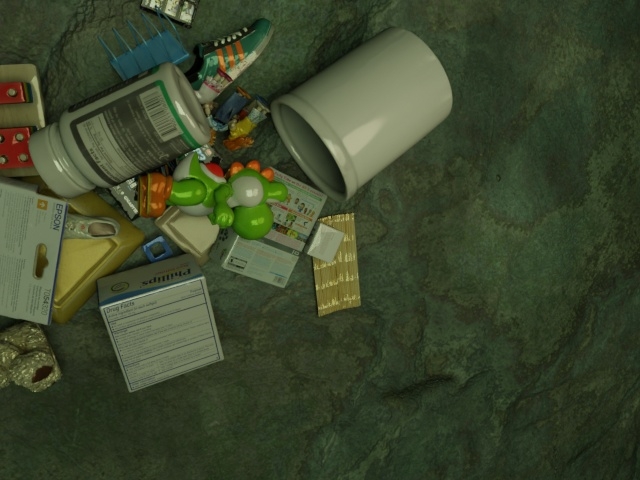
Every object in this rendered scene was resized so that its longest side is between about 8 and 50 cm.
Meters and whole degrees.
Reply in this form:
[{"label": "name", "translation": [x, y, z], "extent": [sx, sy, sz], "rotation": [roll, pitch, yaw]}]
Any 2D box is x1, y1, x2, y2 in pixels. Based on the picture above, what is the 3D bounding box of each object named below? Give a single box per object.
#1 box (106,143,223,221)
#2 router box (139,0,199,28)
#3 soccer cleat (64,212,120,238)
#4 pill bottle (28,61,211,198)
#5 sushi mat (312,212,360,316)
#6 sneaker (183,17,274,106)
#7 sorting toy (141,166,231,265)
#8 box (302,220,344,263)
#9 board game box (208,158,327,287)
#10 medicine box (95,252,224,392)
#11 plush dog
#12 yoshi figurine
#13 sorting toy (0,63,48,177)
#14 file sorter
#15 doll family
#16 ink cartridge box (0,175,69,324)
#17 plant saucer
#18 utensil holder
[{"label": "box", "translation": [-0.455, -0.249, 1.499], "extent": [0.293, 0.073, 0.295], "rotation": [-37, 112, -11]}, {"label": "router box", "translation": [-0.364, -0.648, 1.456], "extent": [0.133, 0.046, 0.178], "rotation": [16, 96, -24]}, {"label": "soccer cleat", "translation": [-0.590, -0.033, 1.407], "extent": [0.197, 0.076, 0.068], "rotation": [-1, 103, -21]}, {"label": "pill bottle", "translation": [-0.455, -0.244, 1.323], "extent": [0.361, 0.204, 0.204], "rotation": [-23, 111, 5]}, {"label": "sushi mat", "translation": [0.047, 0.075, 1.806], "extent": [0.152, 0.019, 0.316], "rotation": [-10, 105, -18]}, {"label": "sneaker", "translation": [-0.252, -0.487, 1.505], "extent": [0.302, 0.108, 0.121], "rotation": [-47, 119, -4]}, {"label": "sorting toy", "translation": [-0.333, -0.054, 1.611], "extent": [0.347, 0.047, 0.196], "rotation": [-45, 118, -6]}, {"label": "box", "translation": [0.000, 0.000, 1.704], "extent": [0.087, 0.102, 0.101], "rotation": [23, 93, -22]}, {"label": "board game box", "translation": [-0.144, -0.043, 1.635], "extent": [0.224, 0.098, 0.303], "rotation": [24, 94, -40]}, {"label": "medicine box", "translation": [-0.426, 0.217, 1.551], "extent": [0.264, 0.149, 0.289], "rotation": [-17, 120, -18]}, {"label": "plush dog", "translation": [-0.790, 0.293, 1.429], "extent": [0.226, 0.262, 0.210], "rotation": [-22, 81, -23]}, {"label": "yoshi figurine", "translation": [-0.254, -0.077, 1.422], "extent": [0.363, 0.203, 0.203], "rotation": [-2, 142, -27]}, {"label": "sorting toy", "translation": [-0.774, -0.268, 1.327], "extent": [0.256, 0.089, 0.256], "rotation": [-5, 104, -7]}, {"label": "file sorter", "translation": [-0.432, -0.475, 1.409], "extent": [0.170, 0.118, 0.104], "rotation": [-34, 153, -12]}, {"label": "doll family", "translation": [-0.233, -0.314, 1.492], "extent": [0.163, 0.118, 0.263], "rotation": [-44, 152, 15]}, {"label": "ink cartridge box", "translation": [-0.757, 0.009, 1.335], "extent": [0.331, 0.071, 0.323], "rotation": [15, 107, -8]}, {"label": "plant saucer", "translation": [-0.677, 0.014, 1.470], "extent": [0.332, 0.081, 0.333], "rotation": [-48, 115, -5]}, {"label": "utensil holder", "translation": [0.114, -0.345, 1.574], "extent": [0.386, 0.328, 0.327], "rotation": [-38, 113, -13]}]
